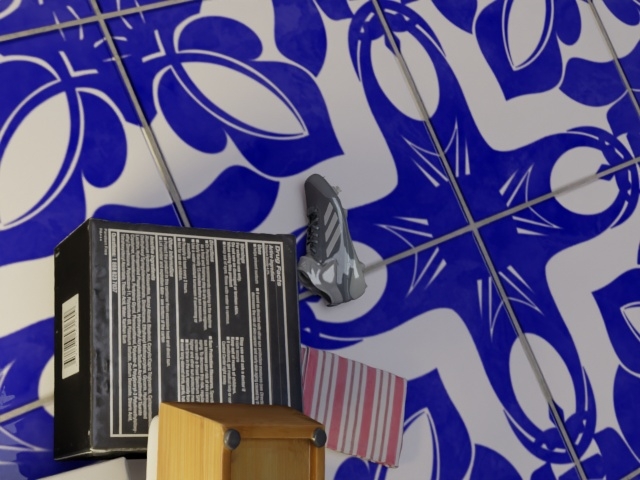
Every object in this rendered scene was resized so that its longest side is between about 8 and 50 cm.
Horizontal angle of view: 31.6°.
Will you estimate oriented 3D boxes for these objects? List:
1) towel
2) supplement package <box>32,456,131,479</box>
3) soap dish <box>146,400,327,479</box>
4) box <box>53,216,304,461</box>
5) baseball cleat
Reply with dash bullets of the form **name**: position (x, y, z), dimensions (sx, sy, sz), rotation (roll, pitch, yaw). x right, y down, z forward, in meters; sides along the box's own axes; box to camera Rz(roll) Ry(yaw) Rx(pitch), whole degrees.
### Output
- **towel**: position (0.043, 0.252, 1.701), dimensions (0.197, 0.029, 0.144), rotation (21, 65, -25)
- **supplement package**: position (-0.370, 0.383, 1.335), dimensions (0.293, 0.177, 0.175), rotation (-11, 80, -31)
- **soap dish**: position (-0.092, 0.334, 1.310), dimensions (0.229, 0.118, 0.290), rotation (13, 74, -51)
- **box**: position (-0.192, 0.141, 1.508), dimensions (0.294, 0.183, 0.296), rotation (5, 74, -27)
- **baseball cleat**: position (0.000, 0.000, 1.729), dimensions (0.109, 0.072, 0.205), rotation (-19, 81, -26)
